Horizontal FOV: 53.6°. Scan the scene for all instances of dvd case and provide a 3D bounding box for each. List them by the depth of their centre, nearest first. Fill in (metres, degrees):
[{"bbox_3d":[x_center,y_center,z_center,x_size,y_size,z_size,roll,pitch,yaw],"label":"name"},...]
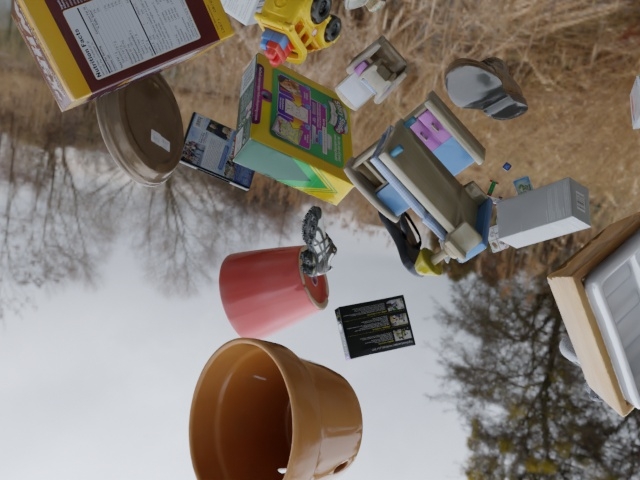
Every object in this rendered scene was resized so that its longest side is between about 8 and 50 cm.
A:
[{"bbox_3d":[-0.324,-0.289,2.060,0.253,0.180,0.022,22,158,-22],"label":"dvd case"}]

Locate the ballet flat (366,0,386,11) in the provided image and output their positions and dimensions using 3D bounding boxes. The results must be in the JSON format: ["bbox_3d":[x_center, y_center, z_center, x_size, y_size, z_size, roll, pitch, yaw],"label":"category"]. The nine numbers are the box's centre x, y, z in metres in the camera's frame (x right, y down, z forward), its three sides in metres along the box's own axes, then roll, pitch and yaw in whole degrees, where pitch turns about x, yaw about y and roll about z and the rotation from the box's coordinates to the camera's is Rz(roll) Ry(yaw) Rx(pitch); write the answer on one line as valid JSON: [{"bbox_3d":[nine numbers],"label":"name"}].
[{"bbox_3d":[0.106,-0.713,1.749,0.073,0.067,0.206,-9,-118,-43],"label":"ballet flat"}]

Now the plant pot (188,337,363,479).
[{"bbox_3d":[-0.066,0.320,1.101,0.203,0.290,0.291,13,-177,-43],"label":"plant pot"}]

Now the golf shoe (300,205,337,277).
[{"bbox_3d":[0.000,0.000,1.682,0.094,0.198,0.077,-5,-154,-23],"label":"golf shoe"}]

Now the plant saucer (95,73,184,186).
[{"bbox_3d":[-0.361,-0.251,1.312,0.041,0.277,0.278,-8,-179,18],"label":"plant saucer"}]

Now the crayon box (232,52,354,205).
[{"bbox_3d":[-0.066,-0.305,1.727,0.313,0.106,0.363,23,-135,-25],"label":"crayon box"}]

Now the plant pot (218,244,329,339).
[{"bbox_3d":[-0.122,0.138,1.843,0.243,0.275,0.275,-17,178,19],"label":"plant pot"}]

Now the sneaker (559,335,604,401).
[{"bbox_3d":[0.733,0.352,1.689,0.269,0.153,0.101,22,-132,-5],"label":"sneaker"}]

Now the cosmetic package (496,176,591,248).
[{"bbox_3d":[0.619,-0.073,1.775,0.107,0.127,0.238,20,154,-33],"label":"cosmetic package"}]

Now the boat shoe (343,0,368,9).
[{"bbox_3d":[0.074,-0.529,1.262,0.075,0.065,0.206,-15,180,-6],"label":"boat shoe"}]

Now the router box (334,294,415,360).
[{"bbox_3d":[0.137,0.218,1.590,0.179,0.133,0.046,-9,167,-15],"label":"router box"}]

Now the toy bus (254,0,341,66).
[{"bbox_3d":[-0.067,-0.517,1.577,0.149,0.211,0.220,26,173,24],"label":"toy bus"}]

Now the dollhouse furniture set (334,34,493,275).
[{"bbox_3d":[0.091,-0.101,0.957,0.286,0.198,0.303,44,-146,-13],"label":"dollhouse furniture set"}]

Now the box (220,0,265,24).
[{"bbox_3d":[-0.191,-0.753,1.873,0.119,0.181,0.182,36,-146,7],"label":"box"}]

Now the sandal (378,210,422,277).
[{"bbox_3d":[0.213,-0.015,1.539,0.097,0.054,0.254,23,-149,-36],"label":"sandal"}]

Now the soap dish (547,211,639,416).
[{"bbox_3d":[0.532,0.121,1.107,0.229,0.290,0.118,-34,-162,-23],"label":"soap dish"}]

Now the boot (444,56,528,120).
[{"bbox_3d":[0.363,-0.364,1.427,0.112,0.115,0.305,-20,162,37],"label":"boot"}]

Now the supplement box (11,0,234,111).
[{"bbox_3d":[-0.238,-0.253,0.745,0.194,0.129,0.191,-29,-162,-19],"label":"supplement box"}]

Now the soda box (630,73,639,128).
[{"bbox_3d":[0.579,-0.240,1.089,0.074,0.069,0.216,-5,-178,23],"label":"soda box"}]

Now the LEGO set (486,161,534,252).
[{"bbox_3d":[0.566,-0.107,1.928,0.182,0.244,0.060,-22,177,10],"label":"LEGO set"}]
